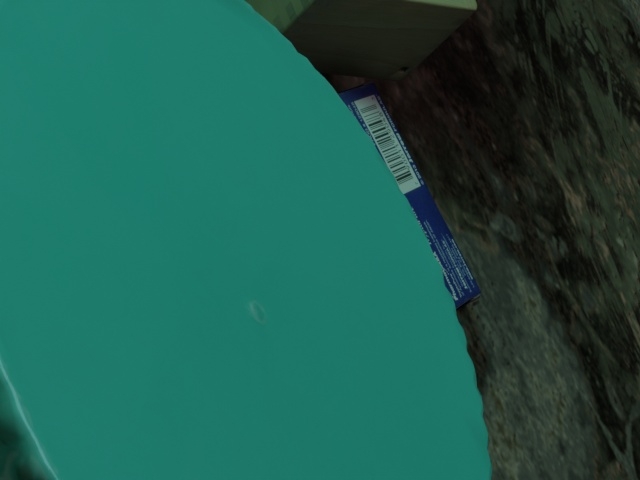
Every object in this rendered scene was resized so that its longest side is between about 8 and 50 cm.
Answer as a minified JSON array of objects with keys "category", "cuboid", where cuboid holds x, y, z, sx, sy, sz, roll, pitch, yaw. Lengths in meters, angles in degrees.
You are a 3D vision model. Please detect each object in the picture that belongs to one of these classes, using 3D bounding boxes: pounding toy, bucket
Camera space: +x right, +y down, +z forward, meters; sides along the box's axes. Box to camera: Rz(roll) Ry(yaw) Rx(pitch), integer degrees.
[{"category":"pounding toy","cuboid":[0.002,-0.160,0.948,0.130,0.100,0.141,1,59,-41]},{"category":"bucket","cuboid":[-0.085,0.056,0.531,0.281,0.183,0.281,38,38,-38]}]

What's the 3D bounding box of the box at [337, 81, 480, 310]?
[{"category":"box","cuboid":[0.000,0.000,0.860,0.136,0.036,0.225,63,27,1]}]
